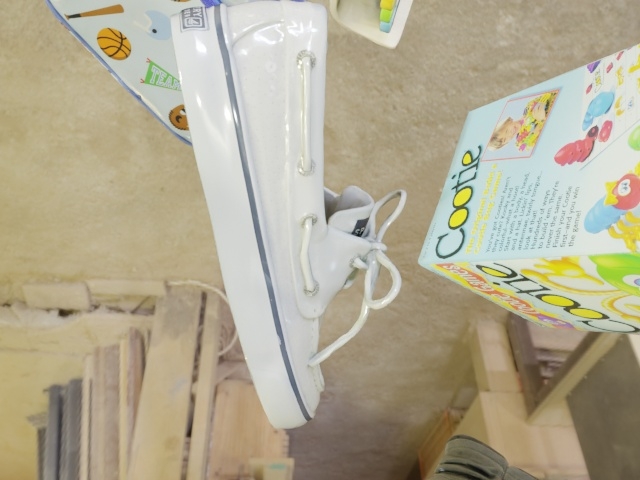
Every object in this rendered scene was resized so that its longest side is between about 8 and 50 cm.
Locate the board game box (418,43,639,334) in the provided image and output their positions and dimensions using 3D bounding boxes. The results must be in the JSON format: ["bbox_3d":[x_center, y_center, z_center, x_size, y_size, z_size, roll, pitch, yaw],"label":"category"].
[{"bbox_3d":[0.214,-0.025,0.399,0.142,0.144,0.275,26,166,-21],"label":"board game box"}]

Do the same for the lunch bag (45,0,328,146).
[{"bbox_3d":[-0.144,-0.259,0.695,0.243,0.115,0.303,-20,130,31],"label":"lunch bag"}]

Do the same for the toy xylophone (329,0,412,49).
[{"bbox_3d":[0.073,-0.321,0.560,0.081,0.322,0.236,18,93,2],"label":"toy xylophone"}]

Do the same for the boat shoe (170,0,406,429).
[{"bbox_3d":[-0.002,-0.005,0.500,0.156,0.136,0.367,-11,117,-5],"label":"boat shoe"}]

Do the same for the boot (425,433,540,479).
[{"bbox_3d":[0.189,0.269,0.531,0.161,0.246,0.084,-18,134,-50],"label":"boot"}]
